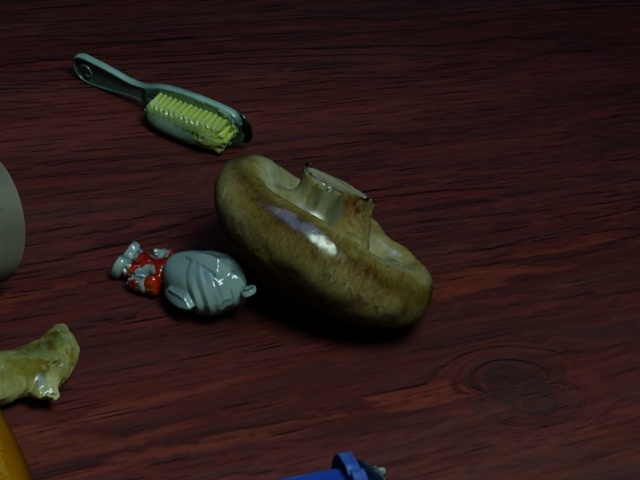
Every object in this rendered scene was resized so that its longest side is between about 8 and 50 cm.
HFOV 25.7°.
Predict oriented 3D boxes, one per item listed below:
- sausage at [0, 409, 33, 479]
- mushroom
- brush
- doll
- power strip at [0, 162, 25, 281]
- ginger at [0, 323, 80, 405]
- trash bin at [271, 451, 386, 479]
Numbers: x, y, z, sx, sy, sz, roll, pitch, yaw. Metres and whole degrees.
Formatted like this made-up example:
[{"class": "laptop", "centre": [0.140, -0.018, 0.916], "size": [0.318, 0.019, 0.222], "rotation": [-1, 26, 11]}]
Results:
[{"class": "sausage", "centre": [-0.288, 0.212, 1.181], "size": [0.098, 0.098, 0.238], "rotation": [-4, 38, -27]}, {"class": "mushroom", "centre": [0.000, 0.000, 1.579], "size": [0.278, 0.146, 0.278], "rotation": [31, 10, -6]}, {"class": "brush", "centre": [-0.228, -0.179, 1.890], "size": [0.297, 0.068, 0.060], "rotation": [23, 54, 23]}, {"class": "doll", "centre": [-0.147, 0.040, 1.542], "size": [0.180, 0.079, 0.094], "rotation": [13, 40, 24]}, {"class": "power strip", "centre": [-0.378, -0.022, 1.469], "size": [0.078, 0.154, 0.154], "rotation": [-15, 41, -44]}, {"class": "ginger", "centre": [-0.363, 0.120, 1.326], "size": [0.294, 0.086, 0.131], "rotation": [-1, 24, -37]}, {"class": "trash bin", "centre": [-0.041, 0.275, 1.096], "size": [0.234, 0.162, 0.184], "rotation": [-2, 20, -16]}]
